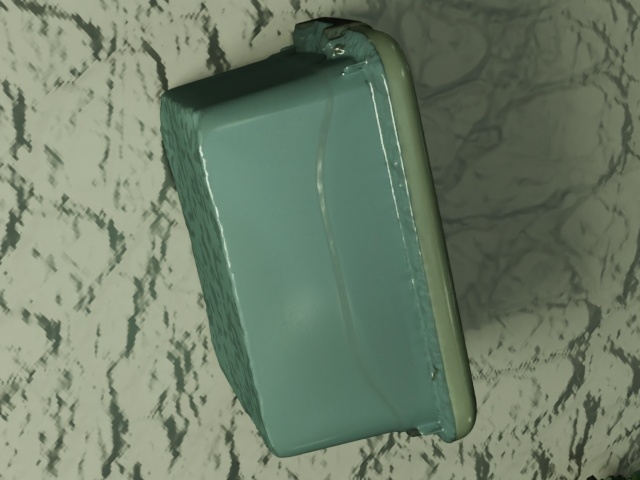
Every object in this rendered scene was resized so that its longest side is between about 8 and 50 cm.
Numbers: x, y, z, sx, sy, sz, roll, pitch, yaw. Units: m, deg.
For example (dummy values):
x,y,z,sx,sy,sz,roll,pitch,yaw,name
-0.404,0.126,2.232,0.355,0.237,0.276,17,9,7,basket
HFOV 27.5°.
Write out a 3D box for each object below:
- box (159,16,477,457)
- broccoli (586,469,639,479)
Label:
x,y,z,sx,sy,sz,roll,pitch,yaw,name
0.000,0.000,0.709,0.130,0.162,0.227,-17,106,-12,box
0.200,0.310,0.765,0.302,0.249,0.375,41,52,-43,broccoli
